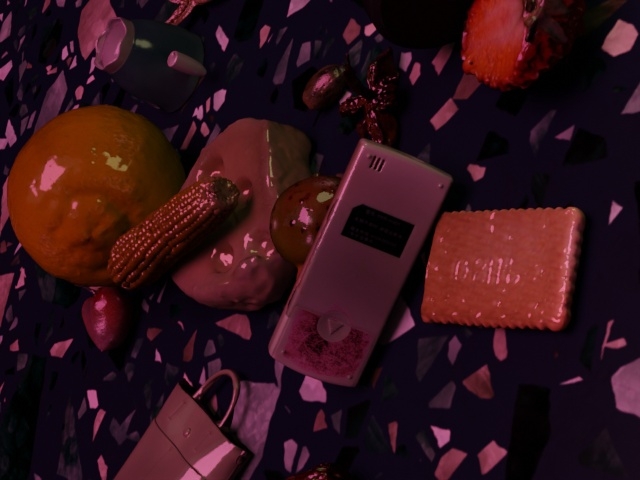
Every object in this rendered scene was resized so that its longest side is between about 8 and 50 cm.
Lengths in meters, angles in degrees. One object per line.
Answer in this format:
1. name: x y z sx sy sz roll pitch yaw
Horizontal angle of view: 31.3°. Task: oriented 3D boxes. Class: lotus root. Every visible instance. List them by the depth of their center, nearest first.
1. lotus root: 0.010 -0.252 1.851 0.099 0.049 0.054 -40 45 26

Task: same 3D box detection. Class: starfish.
1. starfish: -0.253 -0.496 2.274 0.238 0.057 0.213 28 92 45

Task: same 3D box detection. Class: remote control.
1. remote control: 0.052 0.037 1.589 0.050 0.145 0.344 -103 37 -73

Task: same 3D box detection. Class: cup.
1. cup: -0.341 -0.357 2.225 0.300 0.173 0.167 16 86 53

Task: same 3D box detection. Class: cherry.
1. cherry: -0.404 0.143 2.164 0.106 0.087 0.126 -1 93 44

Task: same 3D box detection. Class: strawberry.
1. strawberry: 0.275 -0.282 1.508 0.236 0.111 0.190 168 105 -73

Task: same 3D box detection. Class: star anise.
1. star anise: 0.056 -0.217 1.710 0.140 0.144 0.158 -61 39 26

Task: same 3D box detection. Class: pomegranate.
1. pomegranate: 0.000 0.000 1.670 0.159 0.159 0.205 -5 75 50

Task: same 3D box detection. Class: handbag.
1. handbag: -0.211 0.352 1.869 0.315 0.109 0.241 -54 40 0

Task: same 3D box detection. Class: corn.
1. corn: -0.246 -0.009 1.849 0.320 0.097 0.097 -34 51 39

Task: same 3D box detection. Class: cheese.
1. cheese: -0.125 -0.043 1.874 0.318 0.115 0.326 41 109 51

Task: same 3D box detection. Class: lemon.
1. lemon: -0.400 -0.084 2.066 0.348 0.348 0.347 -24 58 44

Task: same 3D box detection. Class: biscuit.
1. biscuit: 0.231 0.036 1.473 0.250 0.030 0.160 -2 74 50

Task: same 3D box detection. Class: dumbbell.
1. dumbbell: 0.120 -0.450 1.673 0.203 0.204 0.322 -47 44 28

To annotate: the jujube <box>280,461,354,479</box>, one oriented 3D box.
1. jujube: -0.044 0.407 1.559 0.236 0.168 0.168 -47 41 4
